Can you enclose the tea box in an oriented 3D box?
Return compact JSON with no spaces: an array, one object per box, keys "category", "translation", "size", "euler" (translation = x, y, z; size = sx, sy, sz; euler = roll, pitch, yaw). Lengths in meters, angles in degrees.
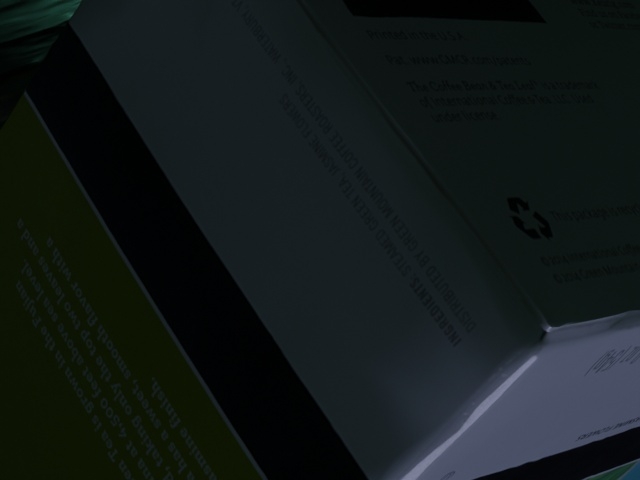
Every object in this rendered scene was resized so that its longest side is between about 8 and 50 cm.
[{"category":"tea box","translation":[0.027,0.038,0.672],"size":[0.329,0.220,0.323],"euler":[-7,145,-48]}]
